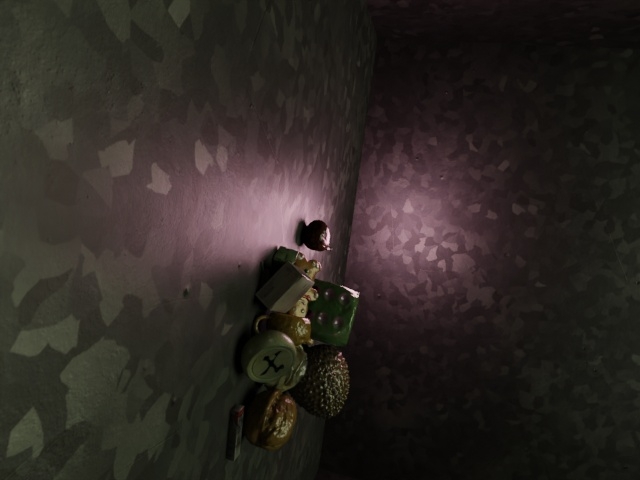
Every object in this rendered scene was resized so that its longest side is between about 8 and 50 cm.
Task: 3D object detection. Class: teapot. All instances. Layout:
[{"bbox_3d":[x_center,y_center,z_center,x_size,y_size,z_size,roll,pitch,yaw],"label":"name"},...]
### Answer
[{"bbox_3d":[-0.157,0.409,1.845,0.311,0.203,0.167,18,78,-33],"label":"teapot"}]

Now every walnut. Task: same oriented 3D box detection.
[{"bbox_3d":[-0.219,0.782,1.845,0.257,0.224,0.257,12,90,-75],"label":"walnut"}]

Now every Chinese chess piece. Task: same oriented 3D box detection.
[{"bbox_3d":[-0.208,0.475,1.704,0.092,0.237,0.238,-130,-147,-50],"label":"Chinese chess piece"}]

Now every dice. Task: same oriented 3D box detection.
[{"bbox_3d":[0.028,0.402,2.331,0.330,0.322,0.319,90,16,-77],"label":"dice"}]

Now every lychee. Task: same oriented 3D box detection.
[{"bbox_3d":[-0.011,0.776,2.355,0.432,0.380,0.380,61,3,18],"label":"lychee"}]

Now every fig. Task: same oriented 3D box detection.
[{"bbox_3d":[-0.002,-0.001,2.367,0.274,0.145,0.170,49,50,-53],"label":"fig"}]

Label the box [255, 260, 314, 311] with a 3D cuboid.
[{"bbox_3d":[-0.148,0.212,1.845,0.203,0.106,0.252,-47,162,-1],"label":"box"}]

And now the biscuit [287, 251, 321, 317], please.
[{"bbox_3d":[-0.090,0.239,2.129,0.215,0.047,0.340,26,66,-29],"label":"biscuit"}]

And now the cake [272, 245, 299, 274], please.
[{"bbox_3d":[-0.188,0.139,1.973,0.100,0.099,0.235,-67,-178,-47],"label":"cake"}]

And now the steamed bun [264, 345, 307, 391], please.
[{"bbox_3d":[-0.165,0.577,1.980,0.280,0.207,0.268,77,25,-52],"label":"steamed bun"}]

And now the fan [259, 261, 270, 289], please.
[{"bbox_3d":[-0.242,0.154,1.809,0.113,0.005,0.175,-66,161,-45],"label":"fan"}]

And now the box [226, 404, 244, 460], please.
[{"bbox_3d":[-0.348,0.784,1.710,0.055,0.039,0.218,-23,121,-72],"label":"box"}]
